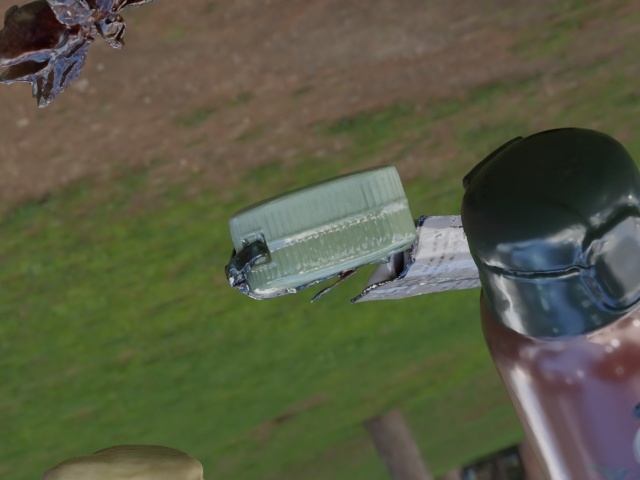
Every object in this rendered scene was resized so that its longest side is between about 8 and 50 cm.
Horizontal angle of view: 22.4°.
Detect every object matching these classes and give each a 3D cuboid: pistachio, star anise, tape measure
[{"bbox_3d":[-0.214,0.291,1.755,0.200,0.145,0.117,-1,131,11],"label":"pistachio"},{"bbox_3d":[-0.246,-0.238,1.677,0.288,0.088,0.288,-39,174,-5],"label":"star anise"},{"bbox_3d":[0.000,0.000,1.704,0.207,0.115,0.235,-20,179,-1],"label":"tape measure"}]

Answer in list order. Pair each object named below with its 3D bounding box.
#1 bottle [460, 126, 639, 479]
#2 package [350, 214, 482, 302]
[{"bbox_3d":[0.178,0.078,0.989,0.144,0.336,0.144,-18,-142,15],"label":"bottle"},{"bbox_3d":[0.174,0.032,2.164,0.203,0.062,0.251,-2,154,-24],"label":"package"}]
